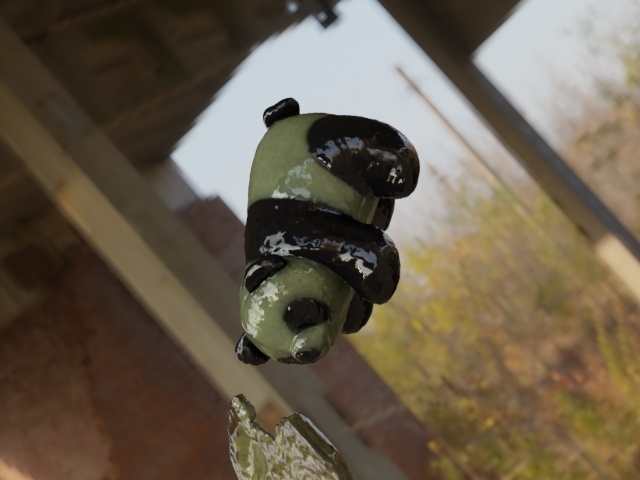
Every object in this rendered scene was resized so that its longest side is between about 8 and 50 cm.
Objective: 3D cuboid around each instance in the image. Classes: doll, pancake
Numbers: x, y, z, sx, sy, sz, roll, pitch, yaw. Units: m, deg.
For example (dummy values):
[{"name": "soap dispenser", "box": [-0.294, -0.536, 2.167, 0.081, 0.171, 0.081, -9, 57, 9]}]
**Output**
[{"name": "doll", "box": [0.000, -0.001, 1.429, 0.143, 0.135, 0.234, 115, 165, -68]}, {"name": "pancake", "box": [-0.019, 0.242, 1.613, 0.029, 0.212, 0.235, -29, 25, -27]}]
